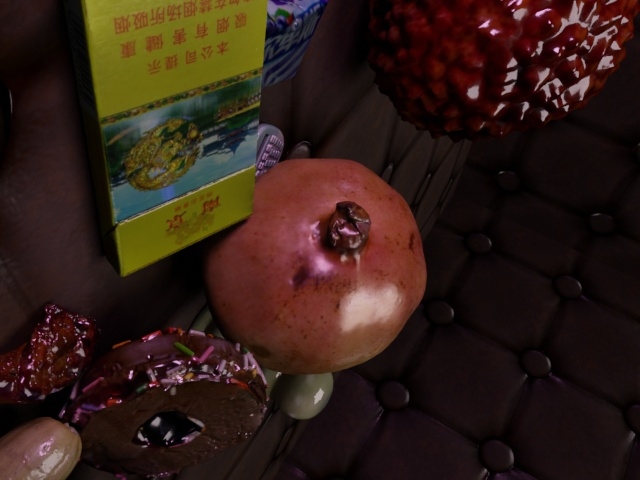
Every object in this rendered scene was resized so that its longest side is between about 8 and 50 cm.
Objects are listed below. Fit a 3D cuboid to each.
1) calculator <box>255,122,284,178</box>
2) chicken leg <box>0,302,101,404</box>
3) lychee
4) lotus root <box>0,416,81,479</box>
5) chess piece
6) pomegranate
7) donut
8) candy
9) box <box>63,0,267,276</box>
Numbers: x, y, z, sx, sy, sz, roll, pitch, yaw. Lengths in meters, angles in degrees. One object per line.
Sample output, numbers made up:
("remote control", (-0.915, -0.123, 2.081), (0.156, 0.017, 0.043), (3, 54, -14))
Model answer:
("calculator", (-0.092, -0.129, 0.907), (0.095, 0.021, 0.153), (-65, 165, 10))
("chicken leg", (-0.301, 0.122, 0.615), (0.205, 0.053, 0.093), (-43, 133, -67))
("lychee", (0.305, -0.384, 0.993), (0.500, 0.425, 0.424), (-41, 163, -1))
("lotus root", (-0.336, 0.262, 0.633), (0.183, 0.077, 0.090), (-37, 152, -22))
("chess piece", (-0.094, 0.208, 1.037), (0.144, 0.251, 0.144), (-54, 162, -27))
("pomegranate", (-0.002, 0.034, 0.882), (0.338, 0.338, 0.338), (-55, 163, -26))
("donut", (-0.199, 0.212, 0.782), (0.269, 0.103, 0.270), (-13, 138, -12))
("candy", (-0.069, -0.239, 0.714), (0.275, 0.070, 0.145), (-39, 159, -49))
("box", (-0.146, -0.120, 0.619), (0.187, 0.047, 0.335), (-30, 148, -33))
